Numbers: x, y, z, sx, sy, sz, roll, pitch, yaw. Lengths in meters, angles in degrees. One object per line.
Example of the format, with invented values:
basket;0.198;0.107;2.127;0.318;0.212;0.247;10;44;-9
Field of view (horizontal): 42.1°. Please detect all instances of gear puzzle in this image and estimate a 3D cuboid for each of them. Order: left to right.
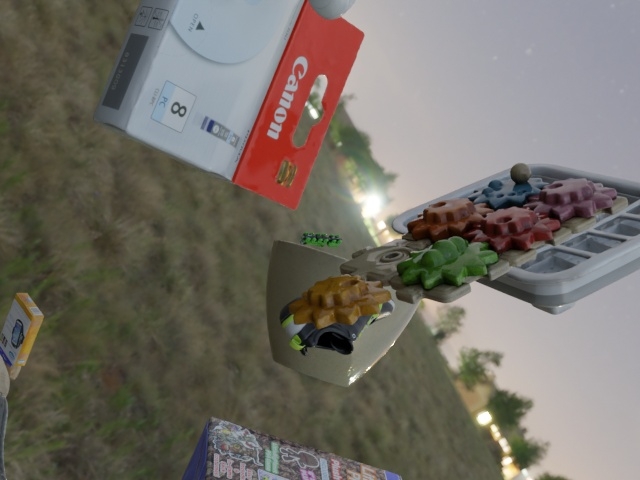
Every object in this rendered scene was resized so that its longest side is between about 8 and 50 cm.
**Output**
gear puzzle;0.108;-0.002;0.764;0.175;0.338;0.044;13;-58;56

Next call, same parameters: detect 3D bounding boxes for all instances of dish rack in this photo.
dish rack;0.284;-0.008;1.070;0.332;0.285;0.072;26;-46;57

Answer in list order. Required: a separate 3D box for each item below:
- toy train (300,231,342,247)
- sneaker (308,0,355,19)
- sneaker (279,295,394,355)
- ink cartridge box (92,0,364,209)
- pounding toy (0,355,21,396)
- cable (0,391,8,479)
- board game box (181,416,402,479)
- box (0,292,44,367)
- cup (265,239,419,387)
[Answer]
toy train;0.000;0.000;1.396;0.083;0.024;0.017;4;50;-37
sneaker;-0.014;-0.374;0.962;0.094;0.090;0.235;-19;103;-50
sneaker;0.033;0.142;1.333;0.234;0.084;0.097;-4;58;-39
ink cartridge box;-0.081;-0.227;1.132;0.091;0.308;0.385;20;-2;44
pounding toy;-0.768;0.296;1.770;0.269;0.154;0.154;21;54;-44
cable;-0.376;0.271;0.967;0.287;0.140;0.072;29;-7;43
board game box;-0.056;0.405;1.111;0.290;0.232;0.141;20;19;-13
box;-0.591;0.181;1.632;0.028;0.136;0.081;3;29;-48
cup;0.018;0.164;1.723;0.330;0.237;0.331;20;-6;2
